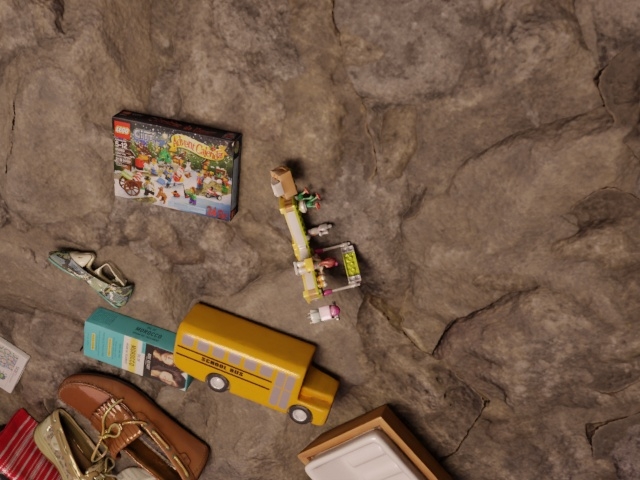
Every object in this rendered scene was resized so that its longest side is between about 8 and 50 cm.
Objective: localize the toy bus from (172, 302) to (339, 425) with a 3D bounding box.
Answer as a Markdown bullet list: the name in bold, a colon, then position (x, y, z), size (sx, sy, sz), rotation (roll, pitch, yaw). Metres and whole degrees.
- **toy bus**: position (-0.124, 0.250, 1.353), size (0.333, 0.108, 0.130), rotation (19, 120, 6)

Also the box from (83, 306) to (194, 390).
- **box**: position (-0.387, 0.235, 1.447), size (0.244, 0.060, 0.100), rotation (18, 121, 6)

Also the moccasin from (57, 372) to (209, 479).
- **moccasin**: position (-0.437, 0.442, 1.523), size (0.380, 0.147, 0.139), rotation (43, 120, -9)

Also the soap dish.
- **soap dish**: position (0.131, 0.493, 1.404), size (0.229, 0.118, 0.291), rotation (-34, 104, 28)

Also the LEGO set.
- **LEGO set**: position (0.000, 0.000, 1.185), size (0.107, 0.132, 0.287), rotation (-14, 90, 5)

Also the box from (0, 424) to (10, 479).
- **box**: position (-0.822, 0.543, 1.670), size (0.156, 0.158, 0.093), rotation (-17, 106, 17)

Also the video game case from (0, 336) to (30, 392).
- **video game case**: position (-0.791, 0.283, 1.614), size (0.157, 0.019, 0.143), rotation (35, 121, -4)

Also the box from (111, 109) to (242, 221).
- **box**: position (-0.263, -0.136, 1.218), size (0.233, 0.044, 0.159), rotation (12, 121, 9)

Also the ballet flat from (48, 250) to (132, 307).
- **ballet flat**: position (-0.470, 0.062, 1.385), size (0.188, 0.070, 0.070), rotation (36, 121, -7)

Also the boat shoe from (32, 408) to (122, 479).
- **boat shoe**: position (-0.583, 0.542, 1.635), size (0.089, 0.104, 0.285), rotation (-42, 91, 18)

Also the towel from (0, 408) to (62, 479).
- **towel**: position (-0.669, 0.546, 1.625), size (0.031, 0.199, 0.275), rotation (-44, 101, 12)

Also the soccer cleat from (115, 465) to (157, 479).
- **soccer cleat**: position (-0.446, 0.599, 1.653), size (0.196, 0.076, 0.068), rotation (-20, 110, 25)
